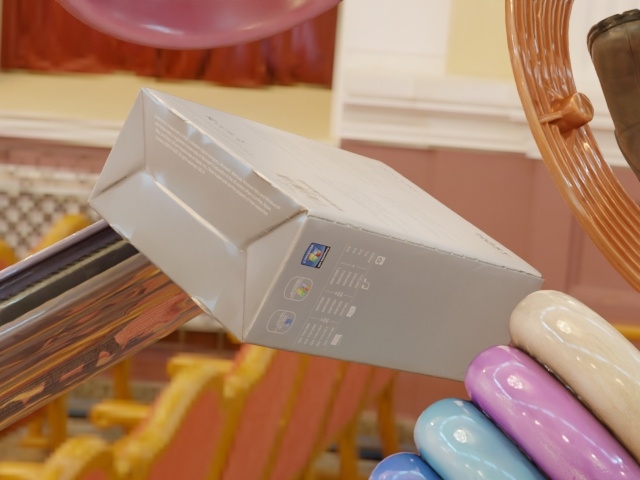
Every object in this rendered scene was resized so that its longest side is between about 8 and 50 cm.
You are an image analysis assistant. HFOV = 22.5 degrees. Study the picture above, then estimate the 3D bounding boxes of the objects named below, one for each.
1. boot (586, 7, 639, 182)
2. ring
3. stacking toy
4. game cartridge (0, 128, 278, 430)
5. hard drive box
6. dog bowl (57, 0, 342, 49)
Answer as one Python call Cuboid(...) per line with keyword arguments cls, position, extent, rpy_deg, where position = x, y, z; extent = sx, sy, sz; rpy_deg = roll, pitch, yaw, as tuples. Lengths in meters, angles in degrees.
Cuboid(cls="boot", position=(0.304, -0.087, 1.425), extent=(0.083, 0.161, 0.246), rpy_deg=(-15, -29, 12))
Cuboid(cls="ring", position=(0.253, -0.092, 1.141), extent=(0.337, 0.336, 0.032), rpy_deg=(-5, -18, -47))
Cuboid(cls="stacking toy", position=(0.035, 0.178, 0.766), extent=(0.330, 0.141, 0.141), rpy_deg=(-42, 16, -4))
Cuboid(cls="game cartridge", position=(-0.187, 0.055, 1.157), extent=(0.355, 0.068, 0.230), rpy_deg=(-29, -9, -31))
Cuboid(cls="hard drive box", position=(0.000, 0.000, 1.026), extent=(0.232, 0.089, 0.181), rpy_deg=(14, 18, -45))
Cuboid(cls="dog bowl", position=(-0.081, -0.317, 1.263), extent=(0.408, 0.408, 0.150), rpy_deg=(-1, 52, -32))
